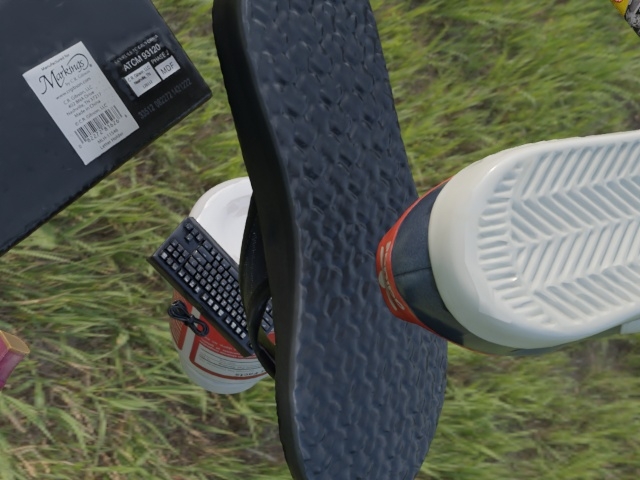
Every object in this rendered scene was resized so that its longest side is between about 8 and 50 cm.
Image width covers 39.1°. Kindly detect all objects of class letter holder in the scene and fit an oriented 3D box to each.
[{"bbox_3d":[-0.274,-0.075,0.702,0.152,0.214,0.302,57,49,-15],"label":"letter holder"}]

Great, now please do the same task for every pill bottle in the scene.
[{"bbox_3d":[-0.132,0.097,1.505,0.229,0.407,0.229,7,56,-11],"label":"pill bottle"}]

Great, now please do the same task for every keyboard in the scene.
[{"bbox_3d":[-0.133,0.067,1.100,0.180,0.023,0.108,48,67,-20],"label":"keyboard"}]

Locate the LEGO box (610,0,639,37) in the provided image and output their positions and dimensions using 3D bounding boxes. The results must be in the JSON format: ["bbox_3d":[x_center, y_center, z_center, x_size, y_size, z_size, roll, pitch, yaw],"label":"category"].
[{"bbox_3d":[0.549,-0.379,0.922,0.193,0.500,0.372,6,48,-44],"label":"LEGO box"}]

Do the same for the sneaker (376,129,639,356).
[{"bbox_3d":[0.192,-0.005,0.532,0.350,0.148,0.131,-2,82,-24],"label":"sneaker"}]

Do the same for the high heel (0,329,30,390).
[{"bbox_3d":[-0.502,0.147,1.176,0.117,0.082,0.244,-46,149,2],"label":"high heel"}]

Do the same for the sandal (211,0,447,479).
[{"bbox_3d":[0.002,-0.002,0.719,0.168,0.107,0.445,-11,94,-37],"label":"sandal"}]
